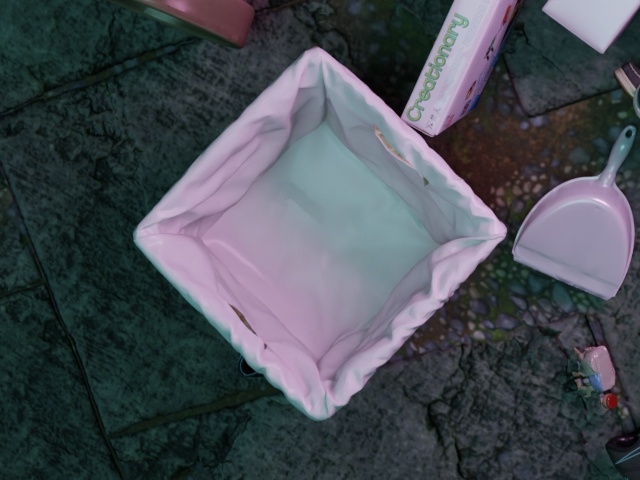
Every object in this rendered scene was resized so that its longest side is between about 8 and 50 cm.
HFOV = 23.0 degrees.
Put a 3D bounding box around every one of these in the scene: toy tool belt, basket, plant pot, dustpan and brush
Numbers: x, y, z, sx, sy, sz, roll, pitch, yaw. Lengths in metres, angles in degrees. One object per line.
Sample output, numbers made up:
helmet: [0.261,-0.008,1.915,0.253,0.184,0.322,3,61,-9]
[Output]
toy tool belt: [0.355,0.179,2.048,0.051,0.052,0.083,-7,100,53]
basket: [0.000,0.000,1.951,0.328,0.266,0.331,44,88,4]
plant pot: [-0.177,-0.393,2.001,0.263,0.263,0.229,23,92,13]
dustpan and brush: [0.348,-0.047,1.988,0.147,0.060,0.211,24,118,1]

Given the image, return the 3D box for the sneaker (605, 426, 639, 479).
sneaker: [0.472,0.224,1.984,0.106,0.101,0.267,45,114,7]

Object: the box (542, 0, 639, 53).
box: [0.358,-0.322,1.865,0.091,0.130,0.170,38,113,6]

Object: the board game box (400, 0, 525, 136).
board game box: [0.203,-0.283,1.897,0.053,0.193,0.305,28,111,11]

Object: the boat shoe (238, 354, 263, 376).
boat shoe: [-0.018,0.099,2.135,0.109,0.089,0.258,35,113,8]

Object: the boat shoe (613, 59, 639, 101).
boat shoe: [0.454,-0.147,1.908,0.223,0.080,0.073,43,107,0]

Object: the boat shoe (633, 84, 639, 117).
boat shoe: [0.495,-0.157,1.829,0.254,0.079,0.095,12,78,3]
